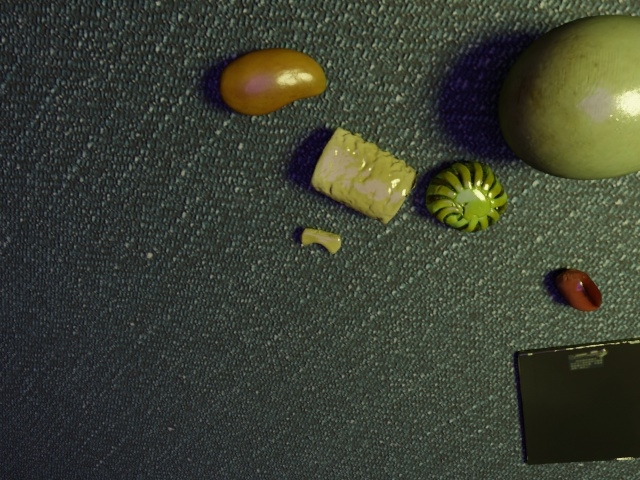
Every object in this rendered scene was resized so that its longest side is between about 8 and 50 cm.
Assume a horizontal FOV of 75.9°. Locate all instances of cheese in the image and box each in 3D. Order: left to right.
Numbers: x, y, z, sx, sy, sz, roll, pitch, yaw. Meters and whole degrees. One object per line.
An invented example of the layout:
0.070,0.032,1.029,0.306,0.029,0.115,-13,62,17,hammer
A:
0.000,0.000,0.829,0.083,0.030,0.044,11,108,-3,cheese
0.075,-0.113,0.734,0.167,0.094,0.123,28,116,-4,cheese

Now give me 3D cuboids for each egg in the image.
0.407,-0.195,0.585,0.295,0.218,0.219,3,114,-7,egg

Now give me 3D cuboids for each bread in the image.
0.263,-0.074,0.737,0.139,0.071,0.130,44,108,-11,bread

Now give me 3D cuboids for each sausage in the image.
0.491,0.095,0.783,0.094,0.059,0.054,49,155,-13,sausage

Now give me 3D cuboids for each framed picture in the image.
0.582,0.370,0.913,0.255,0.014,0.339,-11,112,12,framed picture

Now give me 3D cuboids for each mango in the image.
-0.083,-0.270,0.696,0.183,0.085,0.102,-8,112,6,mango
